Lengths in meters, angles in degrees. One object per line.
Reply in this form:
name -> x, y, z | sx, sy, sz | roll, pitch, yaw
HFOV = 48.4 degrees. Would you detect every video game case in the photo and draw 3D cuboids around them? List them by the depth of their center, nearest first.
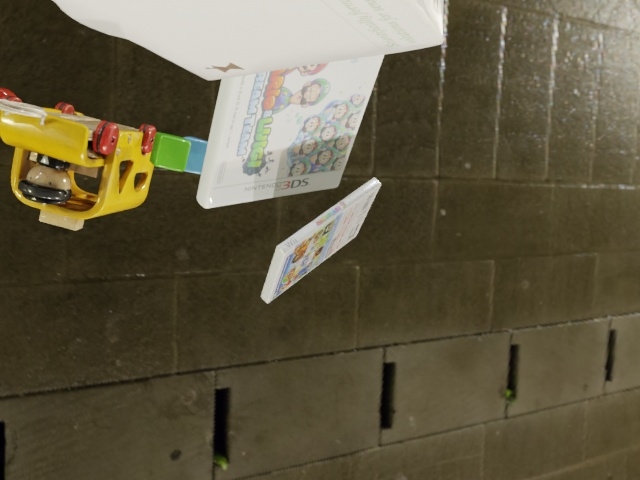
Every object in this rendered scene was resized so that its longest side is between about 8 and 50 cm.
video game case -> -0.021, -0.101, 0.571 | 0.143, 0.019, 0.157 | -12, 135, -38
video game case -> 0.000, 0.000, 0.635 | 0.011, 0.087, 0.122 | 44, 57, 15

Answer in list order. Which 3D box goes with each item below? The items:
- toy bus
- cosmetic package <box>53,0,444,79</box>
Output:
toy bus -> -0.221, -0.065, 0.638 | 0.202, 0.191, 0.104 | 6, 102, -40
cosmetic package -> -0.040, -0.281, 0.317 | 0.197, 0.155, 0.366 | 9, 81, -63
